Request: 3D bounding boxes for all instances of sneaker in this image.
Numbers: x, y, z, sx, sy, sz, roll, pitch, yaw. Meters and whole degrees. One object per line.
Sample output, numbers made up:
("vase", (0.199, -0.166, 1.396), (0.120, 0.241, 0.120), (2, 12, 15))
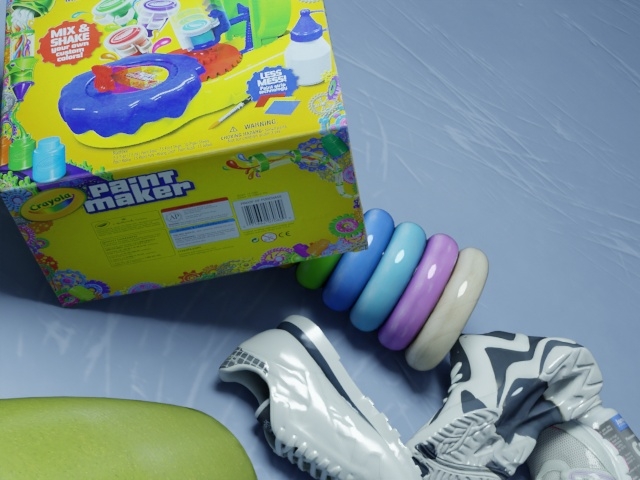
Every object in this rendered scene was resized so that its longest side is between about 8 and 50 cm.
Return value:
("sneaker", (0.151, 0.166, 1.205), (0.235, 0.153, 0.094), (-38, 111, -12))
("sneaker", (0.243, 0.281, 1.145), (0.111, 0.103, 0.252), (8, 49, -31))
("sneaker", (0.004, 0.183, 1.095), (0.095, 0.090, 0.235), (-29, 69, -32))

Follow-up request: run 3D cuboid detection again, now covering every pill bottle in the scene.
("pill bottle", (0.299, 0.226, 1.249), (0.078, 0.078, 0.137), (-18, 66, -43))

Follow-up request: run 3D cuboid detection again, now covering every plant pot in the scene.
("plant pot", (-0.176, 0.218, 0.826), (0.275, 0.275, 0.293), (50, 27, 13))

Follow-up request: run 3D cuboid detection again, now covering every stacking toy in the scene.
("stacking toy", (0.000, 0.000, 1.223), (0.330, 0.141, 0.141), (29, 42, 0))

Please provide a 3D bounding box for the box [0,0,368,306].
("box", (-0.125, -0.122, 1.098), (0.290, 0.177, 0.279), (-11, 53, 1))
